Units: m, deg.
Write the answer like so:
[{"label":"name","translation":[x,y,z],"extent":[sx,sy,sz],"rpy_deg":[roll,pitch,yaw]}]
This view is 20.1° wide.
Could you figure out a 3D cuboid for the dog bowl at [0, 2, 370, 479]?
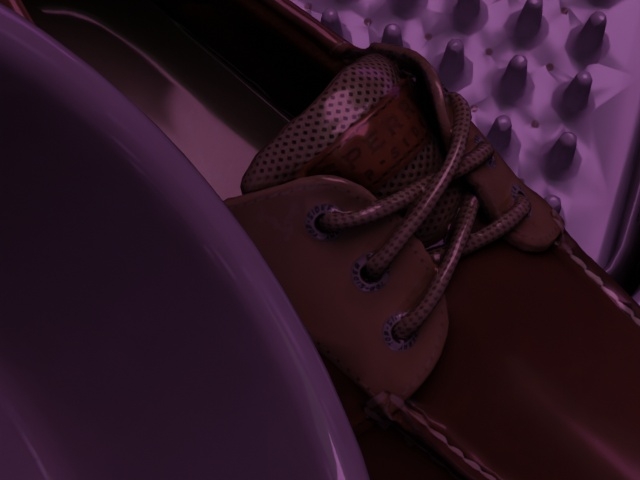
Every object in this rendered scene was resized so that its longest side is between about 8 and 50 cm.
[{"label":"dog bowl","translation":[-0.115,0.082,0.402],"extent":[0.349,0.102,0.349],"rpy_deg":[28,48,-36]}]

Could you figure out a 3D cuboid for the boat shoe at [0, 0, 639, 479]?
[{"label":"boat shoe","translation":[0.000,0.000,0.559],"extent":[0.324,0.120,0.122],"rpy_deg":[34,57,10]}]

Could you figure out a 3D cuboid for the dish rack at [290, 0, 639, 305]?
[{"label":"dish rack","translation":[0.031,-0.127,0.704],"extent":[0.285,0.072,0.333],"rpy_deg":[15,75,4]}]
